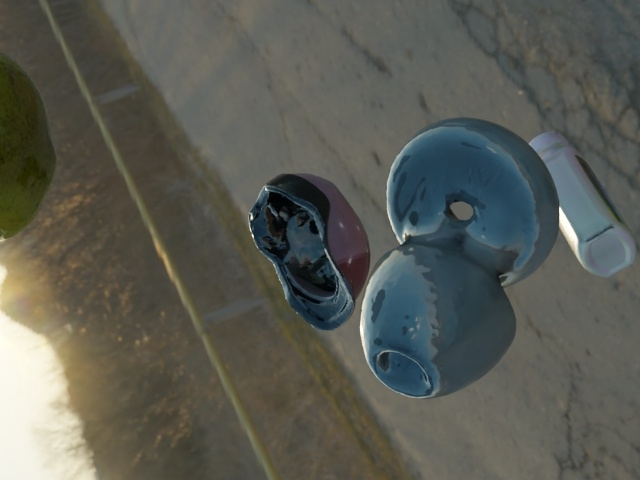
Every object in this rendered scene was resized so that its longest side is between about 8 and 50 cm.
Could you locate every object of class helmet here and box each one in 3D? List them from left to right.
[{"bbox_3d":[0.000,0.000,1.542,0.253,0.154,0.198,46,143,9],"label":"helmet"}]

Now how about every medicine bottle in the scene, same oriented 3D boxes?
[{"bbox_3d":[0.352,-0.059,1.319,0.115,0.078,0.219,41,-158,-45],"label":"medicine bottle"}]

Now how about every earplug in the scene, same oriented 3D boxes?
[{"bbox_3d":[0.149,0.022,1.101,0.175,0.214,0.325,12,-87,-63],"label":"earplug"}]

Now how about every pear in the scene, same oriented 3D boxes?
[{"bbox_3d":[-0.508,-0.133,1.284,0.294,0.294,0.294,160,90,-77],"label":"pear"}]
